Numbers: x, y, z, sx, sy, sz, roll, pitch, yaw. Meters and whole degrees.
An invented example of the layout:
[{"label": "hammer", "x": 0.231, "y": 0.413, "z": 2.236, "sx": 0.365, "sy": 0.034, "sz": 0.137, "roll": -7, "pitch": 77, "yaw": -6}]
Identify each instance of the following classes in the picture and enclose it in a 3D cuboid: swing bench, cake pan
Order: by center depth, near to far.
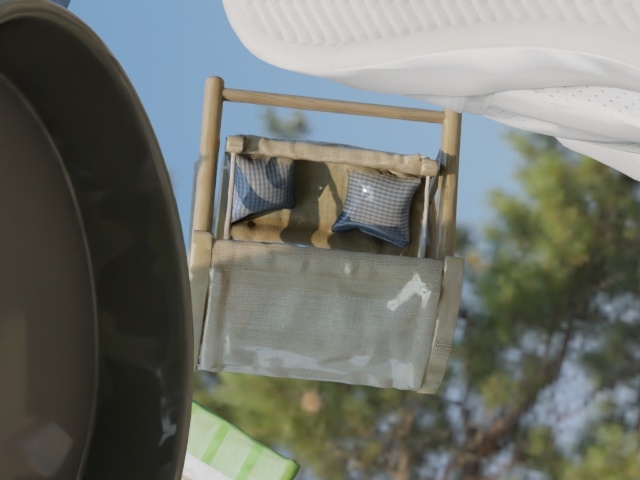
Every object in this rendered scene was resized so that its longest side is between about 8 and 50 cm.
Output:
[{"label": "cake pan", "x": -0.138, "y": 0.035, "z": 0.834, "sx": 0.293, "sy": 0.054, "sz": 0.293, "roll": -6, "pitch": -90, "yaw": -71}, {"label": "swing bench", "x": 0.000, "y": 0.000, "z": 1.713, "sx": 0.165, "sy": 0.253, "sz": 0.254, "roll": 105, "pitch": 169, "yaw": -58}]

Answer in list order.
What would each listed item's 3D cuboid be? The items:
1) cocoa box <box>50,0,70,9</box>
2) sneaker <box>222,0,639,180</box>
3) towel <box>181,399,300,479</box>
[{"label": "cocoa box", "x": -0.255, "y": -0.351, "z": 1.246, "sx": 0.347, "sy": 0.228, "sz": 0.231, "roll": -64, "pitch": -23, "yaw": 3}, {"label": "sneaker", "x": 0.132, "y": -0.055, "z": 0.398, "sx": 0.169, "sy": 0.292, "sz": 0.108, "roll": 12, "pitch": -88, "yaw": -43}, {"label": "towel", "x": -0.089, "y": 0.185, "z": 1.134, "sx": 0.152, "sy": 0.113, "sz": 0.023, "roll": -58, "pitch": -33, "yaw": -6}]
